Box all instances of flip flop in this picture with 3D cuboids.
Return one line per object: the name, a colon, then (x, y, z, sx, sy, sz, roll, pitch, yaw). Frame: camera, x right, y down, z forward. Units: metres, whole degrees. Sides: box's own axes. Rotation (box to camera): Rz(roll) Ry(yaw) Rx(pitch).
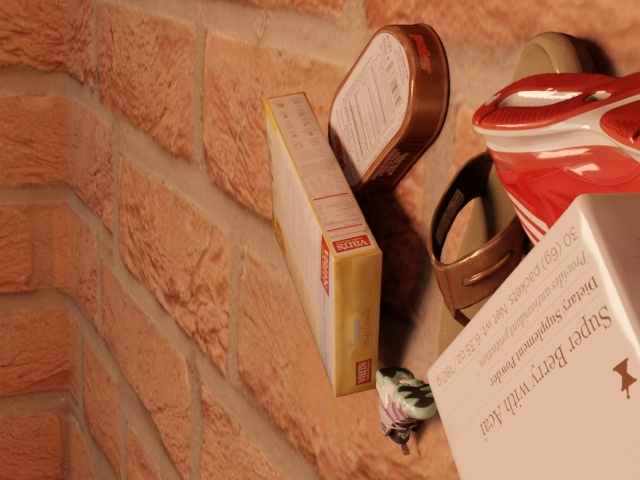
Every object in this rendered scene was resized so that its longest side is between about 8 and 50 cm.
flip flop: (0.118, -0.011, 0.796, 0.112, 0.080, 0.277, -122, 36, -49)

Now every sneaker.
sneaker: (0.075, 0.154, 0.985, 0.098, 0.038, 0.069, -139, 48, -72)
sneaker: (0.194, -0.027, 0.652, 0.221, 0.087, 0.128, 18, 140, 53)

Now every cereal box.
cereal box: (0.000, 0.000, 1.063, 0.240, 0.047, 0.173, -113, 16, -45)

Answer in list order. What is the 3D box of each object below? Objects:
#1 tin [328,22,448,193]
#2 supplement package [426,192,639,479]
tin: (0.053, -0.112, 0.998, 0.190, 0.040, 0.106, 128, 138, -58)
supplement package: (0.194, 0.143, 0.511, 0.177, 0.175, 0.293, 120, 140, -52)
